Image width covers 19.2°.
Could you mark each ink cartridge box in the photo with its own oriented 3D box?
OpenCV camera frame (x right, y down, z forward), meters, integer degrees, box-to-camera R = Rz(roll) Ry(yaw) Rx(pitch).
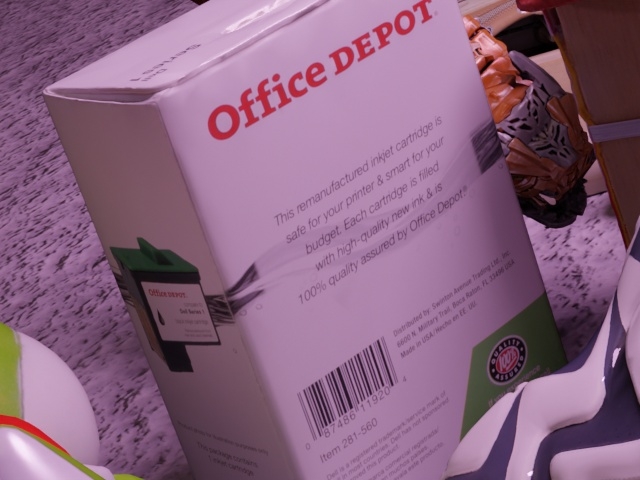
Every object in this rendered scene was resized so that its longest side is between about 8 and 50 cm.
[{"bbox_3d":[0.000,0.000,0.806,0.160,0.219,0.093,-33,25,-32],"label":"ink cartridge box"}]

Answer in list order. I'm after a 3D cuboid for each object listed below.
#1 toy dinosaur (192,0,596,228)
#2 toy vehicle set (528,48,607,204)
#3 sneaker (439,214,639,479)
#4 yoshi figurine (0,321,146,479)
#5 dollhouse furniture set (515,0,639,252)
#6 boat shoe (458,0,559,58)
[{"bbox_3d":[0.010,-0.101,0.967,0.164,0.218,0.322,-29,58,-4],"label":"toy dinosaur"},{"bbox_3d":[0.063,-0.049,1.133,0.267,0.035,0.166,-15,21,11],"label":"toy vehicle set"},{"bbox_3d":[0.160,0.053,0.659,0.235,0.094,0.153,-45,36,-6],"label":"sneaker"},{"bbox_3d":[-0.102,0.150,0.670,0.203,0.204,0.362,-59,39,8],"label":"yoshi figurine"},{"bbox_3d":[0.289,-0.075,0.768,0.374,0.201,0.152,-9,23,27],"label":"dollhouse furniture set"},{"bbox_3d":[0.161,-0.147,1.269,0.190,0.068,0.072,-27,32,7],"label":"boat shoe"}]
